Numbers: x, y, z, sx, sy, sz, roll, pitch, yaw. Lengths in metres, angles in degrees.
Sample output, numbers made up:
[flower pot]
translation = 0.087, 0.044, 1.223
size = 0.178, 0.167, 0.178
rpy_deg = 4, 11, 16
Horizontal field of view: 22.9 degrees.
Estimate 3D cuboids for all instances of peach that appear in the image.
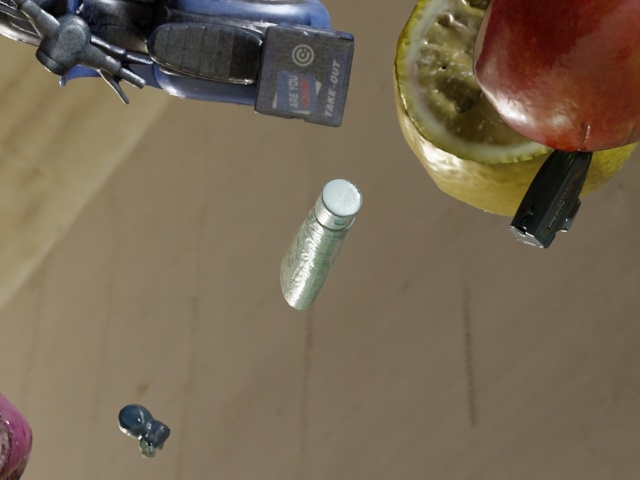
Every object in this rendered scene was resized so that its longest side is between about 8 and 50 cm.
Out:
[peach]
translation = 0.290, -0.230, 1.662
size = 0.274, 0.245, 0.248
rpy_deg = -28, -136, -8

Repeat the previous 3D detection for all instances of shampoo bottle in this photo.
[shampoo bottle]
translation = 0.000, 0.000, 1.395
size = 0.191, 0.041, 0.069
rpy_deg = 119, -20, -66

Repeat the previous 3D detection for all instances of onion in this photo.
[onion]
translation = -0.517, 0.324, 2.328
size = 0.200, 0.200, 0.207
rpy_deg = -24, -126, 59

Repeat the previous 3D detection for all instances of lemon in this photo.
[lemon]
translation = 0.277, -0.195, 2.123
size = 0.364, 0.364, 0.364
rpy_deg = -49, -161, 23

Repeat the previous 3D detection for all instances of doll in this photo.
[doll]
translation = -0.259, 0.273, 2.308
size = 0.050, 0.083, 0.076
rpy_deg = -53, 174, 5

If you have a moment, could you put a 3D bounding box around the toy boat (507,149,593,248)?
[toy boat]
translation = 0.263, -0.059, 1.743
size = 0.055, 0.060, 0.141
rpy_deg = 22, -99, 58

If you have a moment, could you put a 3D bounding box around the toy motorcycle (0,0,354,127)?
[toy motorcycle]
translation = -0.146, -0.191, 1.469
size = 0.212, 0.358, 0.125
rpy_deg = -76, 175, -76
